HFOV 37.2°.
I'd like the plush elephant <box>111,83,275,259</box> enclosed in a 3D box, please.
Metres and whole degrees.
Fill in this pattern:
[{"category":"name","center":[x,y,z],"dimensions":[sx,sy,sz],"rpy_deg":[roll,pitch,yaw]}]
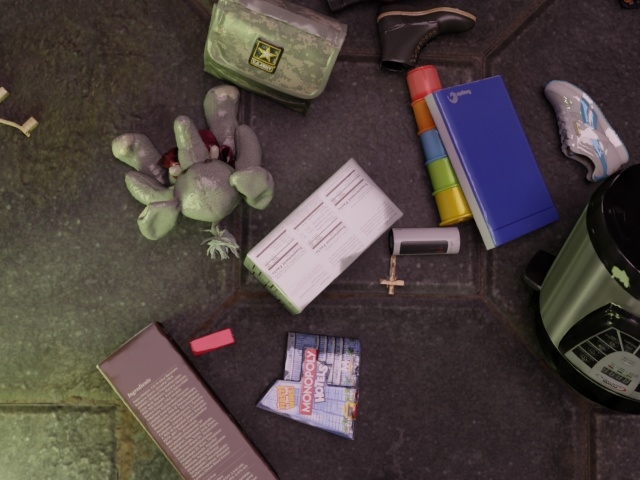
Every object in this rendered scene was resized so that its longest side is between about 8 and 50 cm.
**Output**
[{"category":"plush elephant","center":[-0.223,-0.123,1.748],"dimensions":[0.272,0.255,0.330],"rpy_deg":[-21,87,-8]}]

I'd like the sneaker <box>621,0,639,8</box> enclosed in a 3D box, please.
[{"category":"sneaker","center":[0.628,-0.595,1.960],"dimensions":[0.321,0.124,0.180],"rpy_deg":[20,81,-4]}]

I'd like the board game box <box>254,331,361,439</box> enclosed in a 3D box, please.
[{"category":"board game box","center":[-0.025,0.276,1.830],"dimensions":[0.194,0.060,0.194],"rpy_deg":[6,84,-7]}]

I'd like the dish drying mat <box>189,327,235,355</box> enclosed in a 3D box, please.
[{"category":"dish drying mat","center":[-0.210,0.197,1.843],"dimensions":[0.083,0.008,0.032],"rpy_deg":[-18,87,-9]}]

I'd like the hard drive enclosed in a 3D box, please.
[{"category":"hard drive","center":[0.343,-0.160,1.878],"dimensions":[0.210,0.040,0.319],"rpy_deg":[-20,86,-39]}]

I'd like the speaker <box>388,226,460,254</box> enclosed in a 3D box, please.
[{"category":"speaker","center":[0.207,0.001,1.887],"dimensions":[0.136,0.055,0.055],"rpy_deg":[-1,84,-7]}]

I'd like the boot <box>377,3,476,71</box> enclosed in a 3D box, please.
[{"category":"boot","center":[0.212,-0.396,1.905],"dimensions":[0.198,0.077,0.137],"rpy_deg":[0,69,6]}]

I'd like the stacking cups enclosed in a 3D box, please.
[{"category":"stacking cups","center":[0.238,-0.191,1.888],"dimensions":[0.096,0.096,0.316],"rpy_deg":[-15,86,-8]}]

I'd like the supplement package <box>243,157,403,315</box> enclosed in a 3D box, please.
[{"category":"supplement package","center":[0.000,0.000,1.787],"dimensions":[0.262,0.204,0.145],"rpy_deg":[-42,89,-9]}]

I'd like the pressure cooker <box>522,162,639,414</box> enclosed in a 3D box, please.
[{"category":"pressure cooker","center":[0.603,0.114,1.749],"dimensions":[0.375,0.420,0.370],"rpy_deg":[-4,53,-16]}]

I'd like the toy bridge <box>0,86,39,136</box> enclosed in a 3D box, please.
[{"category":"toy bridge","center":[-0.628,-0.268,1.832],"dimensions":[0.063,0.026,0.188],"rpy_deg":[-45,91,-6]}]

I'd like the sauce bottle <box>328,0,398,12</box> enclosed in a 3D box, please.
[{"category":"sauce bottle","center":[0.177,-0.533,1.874],"dimensions":[0.344,0.111,0.111],"rpy_deg":[-18,86,12]}]

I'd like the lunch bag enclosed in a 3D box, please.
[{"category":"lunch bag","center":[-0.087,-0.365,1.773],"dimensions":[0.235,0.287,0.169],"rpy_deg":[22,82,-5]}]

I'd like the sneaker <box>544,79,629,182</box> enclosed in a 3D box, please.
[{"category":"sneaker","center":[0.525,-0.226,1.931],"dimensions":[0.092,0.087,0.229],"rpy_deg":[-37,87,-7]}]

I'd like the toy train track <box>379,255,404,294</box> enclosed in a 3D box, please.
[{"category":"toy train track","center":[0.143,0.067,1.895],"dimensions":[0.048,0.014,0.083],"rpy_deg":[5,78,1]}]

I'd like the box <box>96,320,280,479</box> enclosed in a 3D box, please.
[{"category":"box","center":[-0.235,0.334,1.736],"dimensions":[0.143,0.191,0.381],"rpy_deg":[-39,91,-9]}]
